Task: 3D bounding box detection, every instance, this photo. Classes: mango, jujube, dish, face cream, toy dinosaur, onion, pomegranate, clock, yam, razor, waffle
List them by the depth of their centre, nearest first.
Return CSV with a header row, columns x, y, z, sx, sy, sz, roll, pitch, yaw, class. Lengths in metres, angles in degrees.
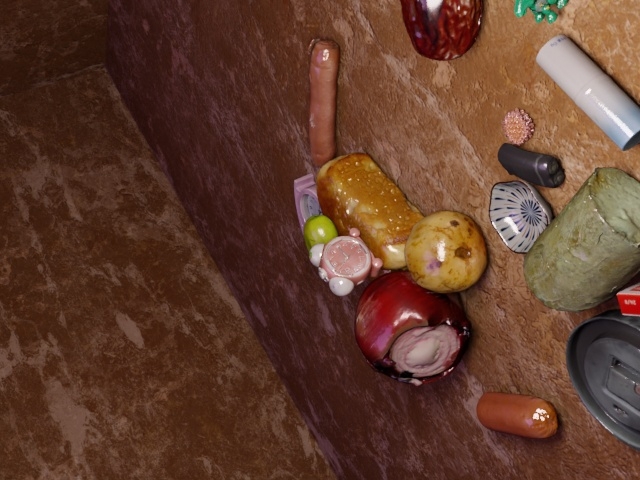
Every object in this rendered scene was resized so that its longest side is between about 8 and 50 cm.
x,y,z,sx,sy,sz,roll,pitch,yaw,class
0.519,-0.283,1.424,0.250,0.077,0.077,55,152,23,face cream
0.420,-0.472,1.429,0.096,0.132,0.059,29,176,-38,toy dinosaur
0.546,0.013,1.498,0.195,0.195,0.300,55,151,22,yam
0.254,-0.515,1.614,0.183,0.183,0.243,34,139,47,jujube
0.679,0.302,1.622,0.325,0.067,0.325,43,146,39,clock
0.455,-0.164,1.637,0.148,0.054,0.090,30,166,48,razor
0.437,-0.252,1.654,0.075,0.029,0.083,55,152,19,waffle
0.471,-0.061,1.709,0.191,0.066,0.190,43,145,41,dish
0.321,0.031,1.925,0.215,0.215,0.215,42,145,39,pomegranate
0.063,0.065,2.046,0.166,0.162,0.092,55,153,20,clock
0.244,0.239,2.095,0.341,0.341,0.341,42,145,39,onion
-0.004,-0.005,2.182,0.117,0.089,0.163,49,150,25,mango
0.023,-0.050,2.527,0.275,0.080,0.290,32,139,49,clock

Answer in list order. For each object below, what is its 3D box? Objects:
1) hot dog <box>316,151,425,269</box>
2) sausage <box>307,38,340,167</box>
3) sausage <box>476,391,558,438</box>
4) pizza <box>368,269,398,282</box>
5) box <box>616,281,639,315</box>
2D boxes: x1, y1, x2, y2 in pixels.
x,y,z,sx,sy,sz,roll,pitch,yaw,class
0.147,-0.055,2.174,0.405,0.185,0.223,51,151,26,hot dog
0.008,-0.402,2.249,0.094,0.094,0.418,-109,15,-47,sausage
0.526,0.464,1.993,0.259,0.114,0.113,-16,98,64,sausage
0.204,0.122,2.361,0.271,0.056,0.134,56,150,16,pizza
0.684,0.106,1.391,0.229,0.123,0.050,-3,104,63,box
